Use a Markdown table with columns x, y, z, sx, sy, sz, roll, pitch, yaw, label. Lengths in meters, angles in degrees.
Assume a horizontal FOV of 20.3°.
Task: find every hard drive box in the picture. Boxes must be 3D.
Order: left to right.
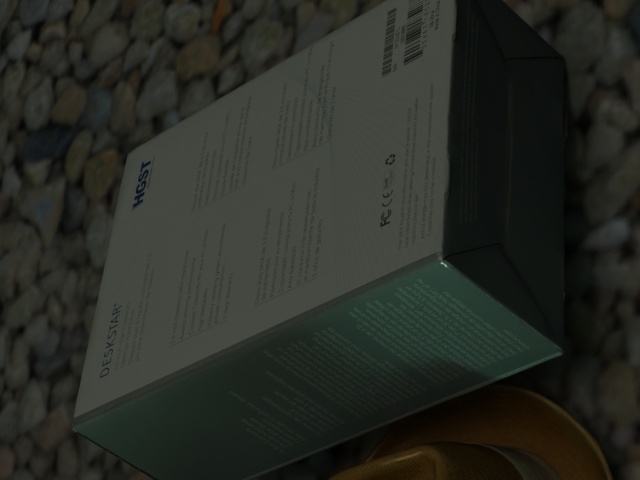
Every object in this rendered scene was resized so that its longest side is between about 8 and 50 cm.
| x | y | z | sx | sy | sz | roll | pitch | yaw | label |
| --- | --- | --- | --- | --- | --- | --- | --- | --- | --- |
| 0.000 | 0.000 | 0.862 | 0.232 | 0.089 | 0.181 | -25 | 42 | 35 | hard drive box |

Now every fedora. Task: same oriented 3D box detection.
| x | y | z | sx | sy | sz | roll | pitch | yaw | label |
| --- | --- | --- | --- | --- | --- | --- | --- | --- | --- |
| 0.041 | 0.148 | 0.787 | 0.194 | 0.079 | 0.194 | -21 | 58 | 37 | fedora |
